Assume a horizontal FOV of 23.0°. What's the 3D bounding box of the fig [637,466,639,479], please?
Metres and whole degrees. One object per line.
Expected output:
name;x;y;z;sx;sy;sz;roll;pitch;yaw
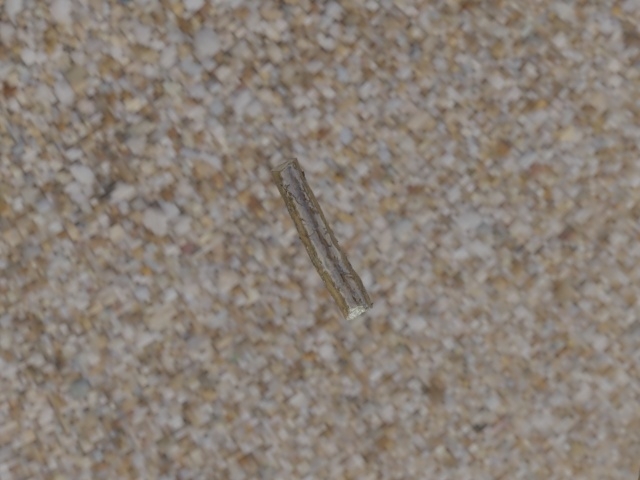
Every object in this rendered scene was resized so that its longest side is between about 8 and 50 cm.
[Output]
fig;0.198;0.131;0.652;0.165;0.144;0.154;93;22;-46

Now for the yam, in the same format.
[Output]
yam;0.000;0.000;1.325;0.032;0.032;0.145;-28;95;-11
